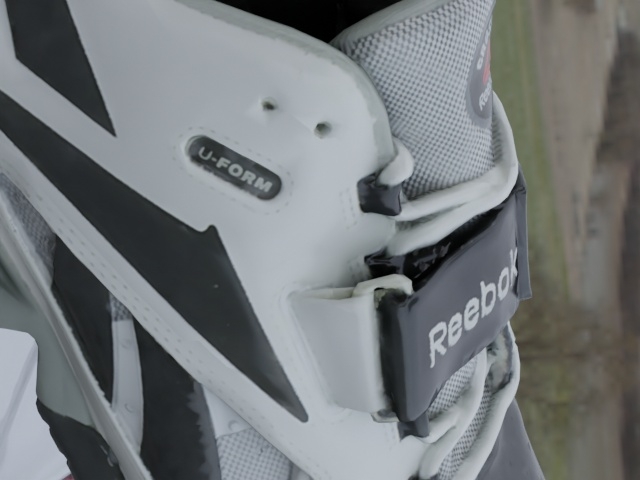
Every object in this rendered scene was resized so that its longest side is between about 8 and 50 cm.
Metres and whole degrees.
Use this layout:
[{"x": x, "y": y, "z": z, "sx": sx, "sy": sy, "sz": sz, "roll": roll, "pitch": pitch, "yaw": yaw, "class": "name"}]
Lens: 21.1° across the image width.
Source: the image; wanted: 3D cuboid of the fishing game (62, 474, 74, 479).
[{"x": -0.119, "y": 0.146, "z": 0.911, "sx": 0.189, "sy": 0.264, "sz": 0.041, "roll": -96, "pitch": 172, "yaw": -58, "class": "fishing game"}]

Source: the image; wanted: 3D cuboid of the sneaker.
[{"x": 0.000, "y": 0.000, "z": 0.428, "sx": 0.330, "sy": 0.146, "sz": 0.122, "roll": 52, "pitch": 36, "yaw": -21, "class": "sneaker"}]

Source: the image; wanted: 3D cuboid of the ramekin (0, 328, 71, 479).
[{"x": -0.196, "y": 0.014, "z": 0.754, "sx": 0.127, "sy": 0.273, "sz": 0.273, "roll": 55, "pitch": -5, "yaw": 35, "class": "ramekin"}]
